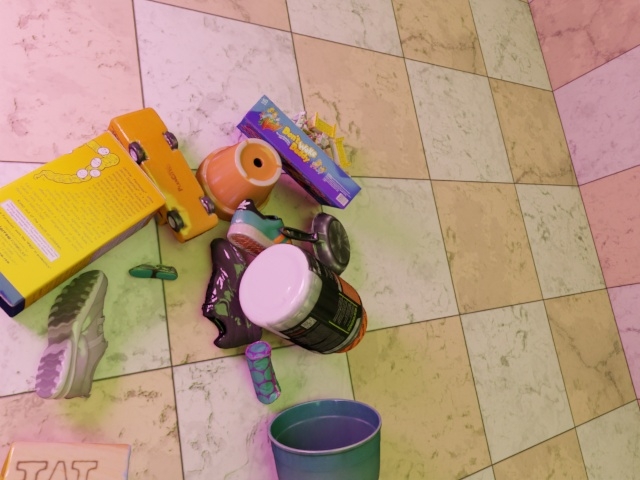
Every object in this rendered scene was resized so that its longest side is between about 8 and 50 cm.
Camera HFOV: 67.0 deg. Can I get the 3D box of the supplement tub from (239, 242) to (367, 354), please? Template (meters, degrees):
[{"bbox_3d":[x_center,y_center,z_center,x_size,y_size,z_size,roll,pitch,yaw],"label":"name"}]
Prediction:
[{"bbox_3d":[-0.026,0.162,1.210,0.338,0.207,0.206,41,54,-48],"label":"supplement tub"}]

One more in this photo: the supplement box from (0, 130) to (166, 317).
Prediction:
[{"bbox_3d":[-0.539,-0.035,1.002,0.195,0.194,0.356,53,55,-9],"label":"supplement box"}]

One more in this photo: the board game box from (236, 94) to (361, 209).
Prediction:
[{"bbox_3d":[-0.067,-0.233,1.334,0.347,0.233,0.078,42,85,-16],"label":"board game box"}]

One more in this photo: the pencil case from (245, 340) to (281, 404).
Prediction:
[{"bbox_3d":[-0.139,0.327,1.196,0.064,0.070,0.151,-51,135,-55],"label":"pencil case"}]

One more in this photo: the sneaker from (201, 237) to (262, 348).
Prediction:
[{"bbox_3d":[-0.239,0.133,1.204,0.130,0.109,0.286,-13,81,-28],"label":"sneaker"}]

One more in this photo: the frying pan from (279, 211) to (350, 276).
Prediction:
[{"bbox_3d":[0.003,-0.023,1.356,0.326,0.053,0.197,47,38,-45],"label":"frying pan"}]

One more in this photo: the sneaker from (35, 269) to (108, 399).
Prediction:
[{"bbox_3d":[-0.510,0.200,1.032,0.115,0.105,0.281,47,44,-54],"label":"sneaker"}]

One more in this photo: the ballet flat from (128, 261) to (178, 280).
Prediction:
[{"bbox_3d":[-0.401,0.072,1.159,0.115,0.041,0.041,10,71,-30],"label":"ballet flat"}]

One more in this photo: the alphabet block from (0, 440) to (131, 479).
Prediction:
[{"bbox_3d":[-0.475,0.484,0.868,0.197,0.192,0.193,16,47,-29],"label":"alphabet block"}]

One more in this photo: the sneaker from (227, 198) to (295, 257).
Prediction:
[{"bbox_3d":[-0.116,0.000,1.269,0.302,0.108,0.120,43,51,-47],"label":"sneaker"}]

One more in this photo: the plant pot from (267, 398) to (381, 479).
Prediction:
[{"bbox_3d":[0.021,0.557,1.162,0.272,0.272,0.254,-9,96,-34],"label":"plant pot"}]

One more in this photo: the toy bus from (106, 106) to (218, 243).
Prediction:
[{"bbox_3d":[-0.383,-0.153,1.174,0.108,0.130,0.332,-31,94,-36],"label":"toy bus"}]

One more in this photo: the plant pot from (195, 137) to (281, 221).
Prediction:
[{"bbox_3d":[-0.199,-0.170,1.262,0.205,0.188,0.204,10,71,-30],"label":"plant pot"}]

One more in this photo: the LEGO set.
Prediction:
[{"bbox_3d":[0.000,-0.283,1.484,0.287,0.107,0.132,46,55,-35],"label":"LEGO set"}]
